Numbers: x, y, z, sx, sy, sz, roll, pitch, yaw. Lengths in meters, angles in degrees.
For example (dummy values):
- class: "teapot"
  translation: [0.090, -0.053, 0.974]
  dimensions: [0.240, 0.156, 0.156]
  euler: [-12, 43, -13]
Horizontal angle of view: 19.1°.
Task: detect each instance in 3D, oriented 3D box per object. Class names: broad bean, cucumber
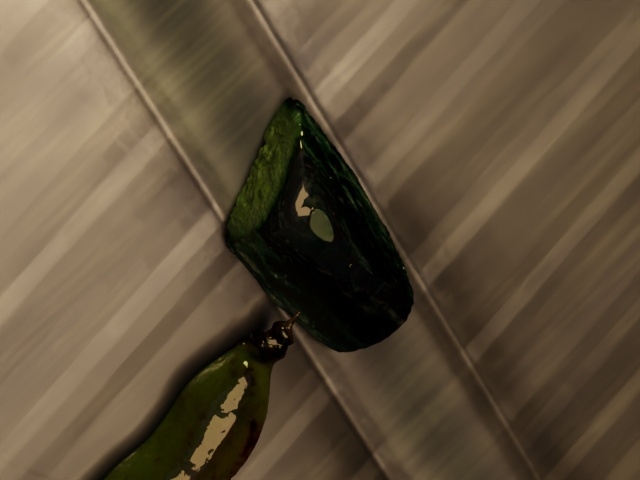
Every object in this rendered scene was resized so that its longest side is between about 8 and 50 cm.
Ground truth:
- class: "broad bean"
  translation: [-0.122, 0.189, 1.482]
  dimensions: [0.077, 0.061, 0.339]
  euler: [42, 85, -15]
- class: "cucumber"
  translation: [0.000, 0.000, 1.482]
  dimensions: [0.115, 0.086, 0.193]
  euler: [-41, 118, -10]
